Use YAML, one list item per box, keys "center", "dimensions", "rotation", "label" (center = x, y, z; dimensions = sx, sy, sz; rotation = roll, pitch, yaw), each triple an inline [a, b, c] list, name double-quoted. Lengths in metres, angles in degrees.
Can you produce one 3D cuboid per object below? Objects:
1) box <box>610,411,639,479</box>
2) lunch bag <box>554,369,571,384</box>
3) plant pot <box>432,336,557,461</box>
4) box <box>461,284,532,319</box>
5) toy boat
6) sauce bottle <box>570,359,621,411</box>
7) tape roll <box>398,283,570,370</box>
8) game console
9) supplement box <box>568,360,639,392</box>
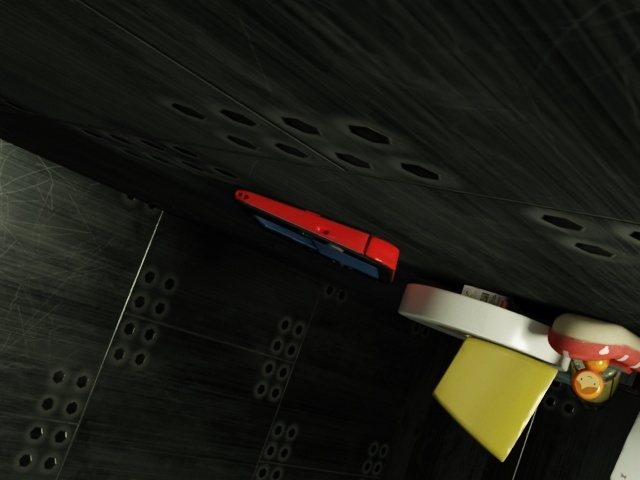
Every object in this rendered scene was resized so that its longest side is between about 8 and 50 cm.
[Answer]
- center: [0.808, 0.455, 1.759]
  dimensions: [0.168, 0.215, 0.345]
  rotation: [25, -169, 28]
  label: "box"
- center: [0.685, 0.347, 2.223]
  dimensions: [0.279, 0.108, 0.224]
  rotation: [23, 170, -34]
  label: "lunch bag"
- center: [0.351, 0.315, 1.628]
  dimensions: [0.187, 0.212, 0.212]
  rotation: [31, 176, 12]
  label: "plant pot"
- center: [0.402, 0.152, 1.749]
  dimensions: [0.114, 0.036, 0.207]
  rotation: [17, 173, 31]
  label: "box"
- center: [0.533, 0.235, 1.499]
  dimensions: [0.231, 0.151, 0.151]
  rotation: [25, 172, -40]
  label: "toy boat"
- center: [0.639, 0.323, 1.800]
  dimensions: [0.111, 0.111, 0.344]
  rotation: [18, 158, 24]
  label: "sauce bottle"
- center: [0.364, 0.192, 1.711]
  dimensions: [0.392, 0.072, 0.392]
  rotation: [20, 175, 2]
  label: "tape roll"
- center: [0.000, 0.000, 1.626]
  dimensions: [0.342, 0.060, 0.386]
  rotation: [19, 173, 7]
  label: "game console"
- center: [0.743, 0.326, 1.955]
  dimensions: [0.188, 0.081, 0.104]
  rotation: [15, 171, 45]
  label: "supplement box"
